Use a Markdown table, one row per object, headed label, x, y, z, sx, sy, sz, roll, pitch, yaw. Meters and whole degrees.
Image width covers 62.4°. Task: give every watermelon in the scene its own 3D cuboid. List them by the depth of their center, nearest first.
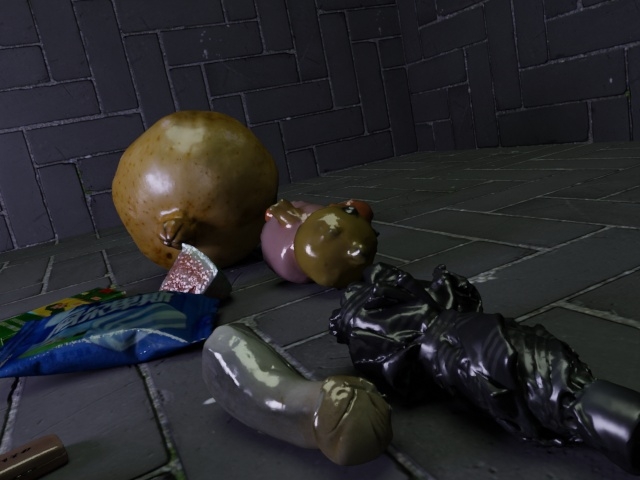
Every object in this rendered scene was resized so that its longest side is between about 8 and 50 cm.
| label | x | y | z | sx | sy | sz | roll | pitch | yaw |
| --- | --- | --- | --- | --- | --- | --- | --- | --- | --- |
| watermelon | -0.233 | 0.079 | 0.939 | 0.158 | 0.121 | 0.098 | -25 | 40 | -35 |

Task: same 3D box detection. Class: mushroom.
| label | x | y | z | sx | sy | sz | roll | pitch | yaw |
| --- | --- | --- | --- | --- | --- | --- | --- | --- | --- |
| mushroom | -0.031 | 0.146 | 0.496 | 0.081 | 0.092 | 0.223 | 0 | 9 | -43 |

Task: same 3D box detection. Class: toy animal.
| label | x | y | z | sx | sy | sz | roll | pitch | yaw |
| --- | --- | --- | --- | --- | --- | --- | --- | --- | --- |
| toy animal | -0.001 | 0.003 | 0.952 | 0.281 | 0.195 | 0.169 | 0 | 56 | 55 |

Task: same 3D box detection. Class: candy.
| label | x | y | z | sx | sy | sz | roll | pitch | yaw |
| --- | --- | --- | --- | --- | --- | --- | --- | --- | --- |
| candy | -0.323 | 0.141 | 0.806 | 0.331 | 0.077 | 0.187 | -10 | 15 | -4 |

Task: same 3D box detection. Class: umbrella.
| label | x | y | z | sx | sy | sz | roll | pitch | yaw |
| --- | --- | --- | --- | --- | --- | --- | --- | --- | --- |
| umbrella | 0.123 | 0.101 | 0.483 | 0.154 | 0.128 | 0.336 | -13 | 15 | -18 |

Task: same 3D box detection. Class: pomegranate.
| label | x | y | z | sx | sy | sz | roll | pitch | yaw |
| --- | --- | --- | --- | --- | --- | --- | --- | --- | --- |
| pomegranate | -0.278 | -0.095 | 1.188 | 0.410 | 0.410 | 0.410 | -11 | 12 | 2 |

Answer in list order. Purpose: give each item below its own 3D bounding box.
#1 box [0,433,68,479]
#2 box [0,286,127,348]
| label | x | y | z | sx | sy | sz | roll | pitch | yaw |
| --- | --- | --- | --- | --- | --- | --- | --- | --- | --- |
| box | -0.313 | 0.228 | 0.517 | 0.115 | 0.025 | 0.048 | -20 | 16 | -35 |
| box | -0.512 | 0.148 | 1.029 | 0.132 | 0.034 | 0.235 | 0 | 17 | 43 |
